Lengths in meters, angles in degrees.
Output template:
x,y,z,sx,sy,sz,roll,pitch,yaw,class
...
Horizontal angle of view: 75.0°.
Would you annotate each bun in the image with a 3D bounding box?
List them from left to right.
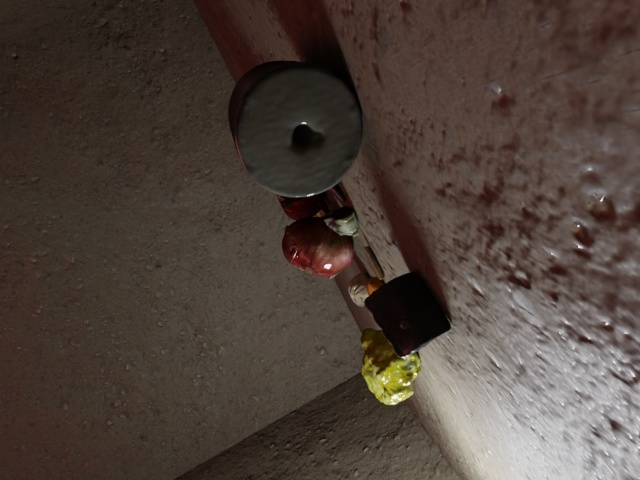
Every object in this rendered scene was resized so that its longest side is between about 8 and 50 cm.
x,y,z,sx,sy,sz,roll,pitch,yaw,class
0.215,0.264,2.067,0.193,0.127,0.179,52,168,51,bun

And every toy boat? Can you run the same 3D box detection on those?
x,y,z,sx,sy,sz,roll,pitch,yaw,class
0.013,-0.259,1.711,0.282,0.096,0.206,49,179,9,toy boat

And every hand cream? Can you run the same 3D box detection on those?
x,y,z,sx,sy,sz,roll,pitch,yaw,class
-0.100,-0.223,2.105,0.230,0.230,0.149,57,174,44,hand cream

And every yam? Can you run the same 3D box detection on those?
x,y,z,sx,sy,sz,roll,pitch,yaw,class
0.217,0.089,1.678,0.146,0.032,0.032,61,175,-1,yam

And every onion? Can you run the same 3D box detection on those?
x,y,z,sx,sy,sz,roll,pitch,yaw,class
-0.014,0.031,1.957,0.354,0.353,0.354,61,175,10,onion

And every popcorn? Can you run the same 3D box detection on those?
x,y,z,sx,sy,sz,roll,pitch,yaw,class
0.307,0.589,1.926,0.293,0.291,0.335,-28,-55,-63,popcorn

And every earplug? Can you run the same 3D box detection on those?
x,y,z,sx,sy,sz,roll,pitch,yaw,class
-0.092,-0.326,1.126,0.313,0.312,0.394,65,177,-30,earplug

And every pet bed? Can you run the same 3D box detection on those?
x,y,z,sx,sy,sz,roll,pitch,yaw,class
0.245,0.211,1.207,0.211,0.183,0.159,59,176,21,pet bed

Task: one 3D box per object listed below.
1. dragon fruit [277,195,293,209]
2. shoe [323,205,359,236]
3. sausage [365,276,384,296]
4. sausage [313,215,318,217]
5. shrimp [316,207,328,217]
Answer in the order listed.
x,y,z,sx,sy,sz,roll,pitch,yaw,class
-0.148,-0.307,1.953,0.198,0.273,0.218,35,172,18,dragon fruit
0.088,-0.073,1.709,0.098,0.103,0.275,62,174,-12,shoe
0.265,0.264,1.784,0.239,0.098,0.098,64,174,-4,sausage
-0.036,-0.152,2.386,0.354,0.116,0.134,58,-166,28,sausage
-0.036,-0.194,2.255,0.294,0.062,0.154,41,175,15,shrimp
